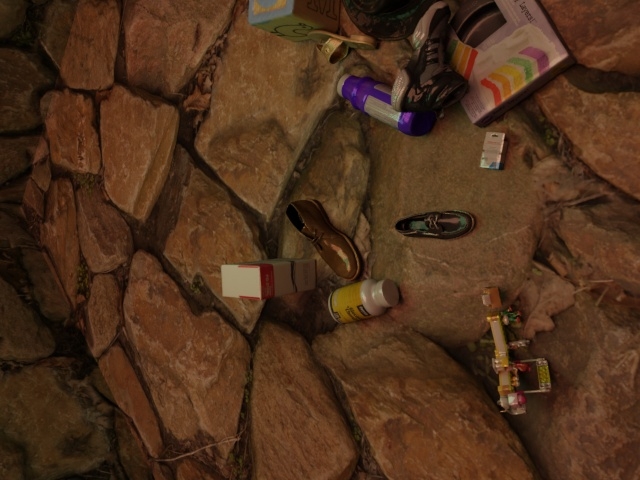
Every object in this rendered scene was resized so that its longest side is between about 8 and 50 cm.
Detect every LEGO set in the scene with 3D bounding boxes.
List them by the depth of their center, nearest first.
[{"bbox_3d":[0.436,0.238,1.168,0.107,0.132,0.286,-13,59,24],"label":"LEGO set"}]

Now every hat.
[{"bbox_3d":[0.150,-0.673,1.325,0.331,0.134,0.331,16,118,34],"label":"hat"}]

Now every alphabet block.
[{"bbox_3d":[-0.074,-0.708,1.532,0.192,0.197,0.193,10,97,42],"label":"alphabet block"}]

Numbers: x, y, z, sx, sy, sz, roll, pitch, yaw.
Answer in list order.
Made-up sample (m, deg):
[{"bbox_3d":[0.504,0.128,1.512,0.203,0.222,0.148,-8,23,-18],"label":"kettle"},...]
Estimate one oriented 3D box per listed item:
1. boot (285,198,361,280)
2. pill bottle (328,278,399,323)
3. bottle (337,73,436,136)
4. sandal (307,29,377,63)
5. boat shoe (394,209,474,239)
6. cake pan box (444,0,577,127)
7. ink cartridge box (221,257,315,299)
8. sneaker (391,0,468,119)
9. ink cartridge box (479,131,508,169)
[{"bbox_3d":[0.000,0.000,1.537,0.112,0.115,0.305,-52,60,27],"label":"boot"},{"bbox_3d":[0.118,0.163,1.442,0.184,0.103,0.103,-23,76,40],"label":"pill bottle"},{"bbox_3d":[0.162,-0.362,1.383,0.283,0.118,0.092,36,117,34],"label":"bottle"},{"bbox_3d":[0.047,-0.542,1.502,0.240,0.088,0.079,19,97,34],"label":"sandal"},{"bbox_3d":[0.279,-0.037,1.322,0.206,0.065,0.075,-2,90,41],"label":"boat shoe"},{"bbox_3d":[0.403,-0.437,1.206,0.246,0.070,0.266,-32,70,35],"label":"cake pan box"},{"bbox_3d":[-0.152,0.111,1.591,0.172,0.237,0.100,-1,93,41],"label":"ink cartridge box"},{"bbox_3d":[0.278,-0.406,1.216,0.153,0.101,0.268,24,92,21],"label":"sneaker"},{"bbox_3d":[0.406,-0.209,1.232,0.048,0.028,0.083,16,102,40],"label":"ink cartridge box"}]
